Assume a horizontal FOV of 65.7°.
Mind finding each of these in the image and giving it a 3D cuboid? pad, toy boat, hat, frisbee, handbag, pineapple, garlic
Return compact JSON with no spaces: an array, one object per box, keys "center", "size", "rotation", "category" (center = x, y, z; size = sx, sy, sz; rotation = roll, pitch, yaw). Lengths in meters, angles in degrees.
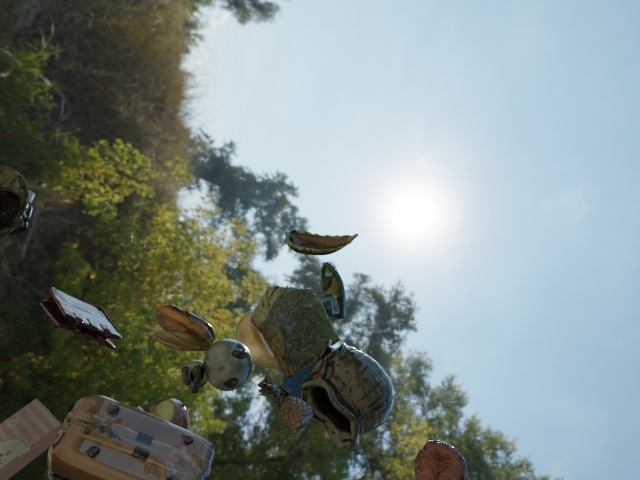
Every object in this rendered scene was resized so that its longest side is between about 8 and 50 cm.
[{"center":[-0.814,0.540,1.243],"size":[0.202,0.299,0.005],"rotation":[19,-48,36],"category":"pad"},{"center":[0.040,0.204,2.017],"size":[0.109,0.098,0.238],"rotation":[-14,-99,38],"category":"toy boat"},{"center":[-0.916,-0.083,1.433],"size":[0.128,0.265,0.266],"rotation":[44,45,-70],"category":"hat"},{"center":[-0.029,0.655,2.163],"size":[0.049,0.289,0.290],"rotation":[80,-3,-52],"category":"frisbee"},{"center":[0.002,0.009,1.979],"size":[0.109,0.292,0.099],"rotation":[-87,179,-50],"category":"toy boat"},{"center":[-0.397,0.464,1.020],"size":[0.283,0.301,0.149],"rotation":[-49,-161,43],"category":"handbag"},{"center":[-0.928,0.301,1.923],"size":[0.275,0.260,0.084],"rotation":[26,-102,44],"category":"handbag"},{"center":[-0.093,0.398,1.230],"size":[0.159,0.074,0.074],"rotation":[35,-59,28],"category":"pineapple"},{"center":[-0.243,0.442,2.172],"size":[0.313,0.249,0.286],"rotation":[63,-24,2],"category":"garlic"}]

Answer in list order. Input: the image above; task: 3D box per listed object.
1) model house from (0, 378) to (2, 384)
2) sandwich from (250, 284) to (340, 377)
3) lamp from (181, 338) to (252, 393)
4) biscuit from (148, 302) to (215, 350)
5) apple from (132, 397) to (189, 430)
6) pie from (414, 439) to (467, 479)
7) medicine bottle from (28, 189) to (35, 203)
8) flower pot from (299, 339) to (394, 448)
[{"center":[-0.680,0.263,0.936],"size":[0.149,0.148,0.119],"rotation":[-66,168,1],"category":"model house"},{"center":[-0.102,0.313,1.886],"size":[0.326,0.262,0.131],"rotation":[61,-18,-8],"category":"sandwich"},{"center":[-0.360,0.449,1.748],"size":[0.197,0.243,0.198],"rotation":[162,-90,-80],"category":"lamp"},{"center":[-0.340,0.228,1.213],"size":[0.045,0.154,0.299],"rotation":[-66,-170,-29],"category":"biscuit"},{"center":[-0.417,0.484,1.230],"size":[0.160,0.195,0.173],"rotation":[76,1,-53],"category":"apple"},{"center":[0.322,0.619,1.347],"size":[0.153,0.038,0.154],"rotation":[-18,-134,20],"category":"pie"},{"center":[-1.060,-0.118,1.731],"size":[0.080,0.080,0.131],"rotation":[-32,-142,61],"category":"medicine bottle"},{"center":[0.069,0.474,1.556],"size":[0.301,0.213,0.302],"rotation":[32,-40,31],"category":"flower pot"}]
